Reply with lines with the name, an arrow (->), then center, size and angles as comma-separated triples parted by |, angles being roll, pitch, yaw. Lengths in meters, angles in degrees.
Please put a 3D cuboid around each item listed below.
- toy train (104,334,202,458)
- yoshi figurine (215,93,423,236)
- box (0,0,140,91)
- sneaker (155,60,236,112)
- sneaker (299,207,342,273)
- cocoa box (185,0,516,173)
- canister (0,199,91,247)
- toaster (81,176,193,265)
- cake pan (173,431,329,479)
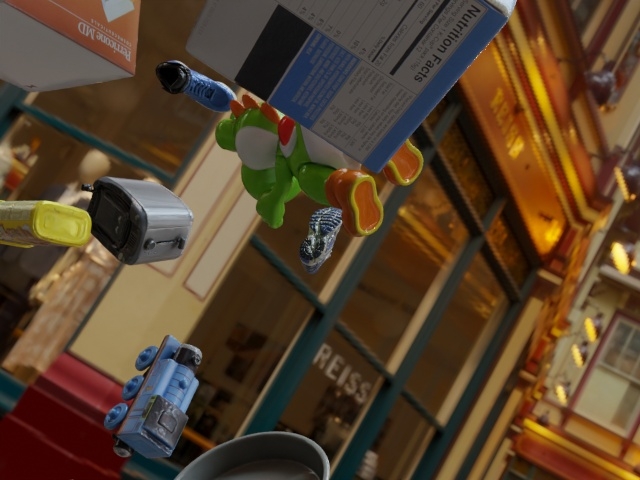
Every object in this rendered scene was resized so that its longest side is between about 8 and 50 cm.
toy train -> -0.225, 0.218, 1.278 | 0.105, 0.184, 0.080 | -13, -49, 40
yoshi figurine -> -0.016, -0.112, 1.434 | 0.203, 0.203, 0.362 | -3, 19, -44
box -> -0.326, -0.371, 1.036 | 0.168, 0.345, 0.215 | -3, -12, 26
sneaker -> -0.228, -0.275, 1.650 | 0.152, 0.058, 0.084 | 34, 17, 6
sneaker -> 0.000, 0.000, 1.516 | 0.052, 0.135, 0.058 | 18, -40, 17
cocoa box -> 0.067, -0.287, 0.906 | 0.228, 0.347, 0.231 | 33, -43, -7
canister -> -0.490, -0.028, 1.562 | 0.170, 0.073, 0.126 | 1, -10, 37
toaster -> -0.354, -0.043, 1.784 | 0.146, 0.129, 0.227 | 0, 27, -47
cake pan -> -0.121, 0.432, 1.534 | 0.293, 0.293, 0.054 | 15, -52, 50
